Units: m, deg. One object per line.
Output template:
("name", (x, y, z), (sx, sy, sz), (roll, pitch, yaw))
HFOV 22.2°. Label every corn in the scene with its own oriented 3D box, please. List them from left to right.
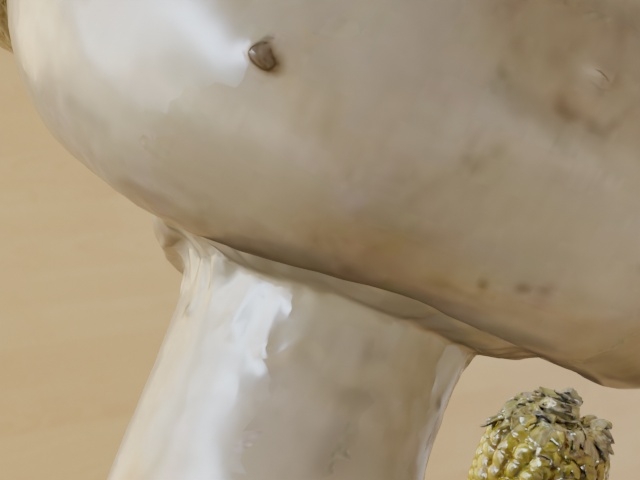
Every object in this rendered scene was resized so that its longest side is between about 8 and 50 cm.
("corn", (0.154, 0.268, 1.331), (0.115, 0.318, 0.115), (16, 16, -5))

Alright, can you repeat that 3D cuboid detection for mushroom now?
("mushroom", (0.000, 0.000, 0.592), (0.292, 0.290, 0.292), (25, 3, -1))

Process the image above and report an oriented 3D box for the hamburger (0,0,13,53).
("hamburger", (-0.134, -0.139, 0.751), (0.206, 0.130, 0.183), (19, -8, 19))
